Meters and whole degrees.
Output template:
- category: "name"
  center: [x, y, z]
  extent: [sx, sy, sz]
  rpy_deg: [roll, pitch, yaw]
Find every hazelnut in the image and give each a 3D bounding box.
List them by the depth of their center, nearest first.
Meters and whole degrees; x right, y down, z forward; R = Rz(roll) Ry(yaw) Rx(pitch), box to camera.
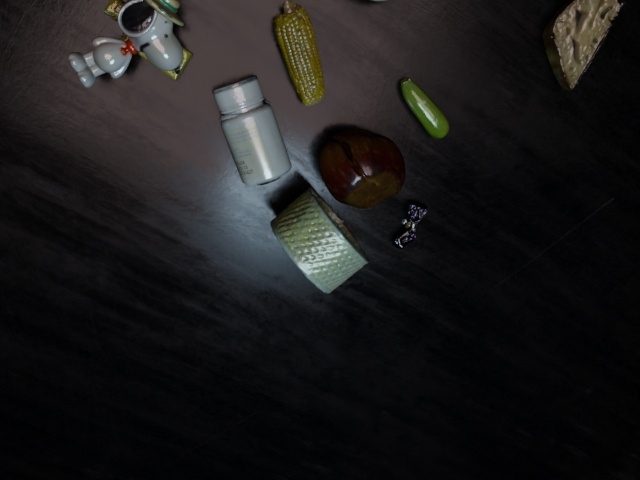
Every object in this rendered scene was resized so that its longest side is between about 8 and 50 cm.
- category: "hazelnut"
  center: [0.108, -0.195, 1.495]
  extent: [0.233, 0.218, 0.218]
  rpy_deg: [-1, 109, -30]

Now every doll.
- category: "doll"
  center: [-0.447, -0.472, 1.268]
  extent: [0.271, 0.144, 0.208]
  rpy_deg: [-11, 118, -10]

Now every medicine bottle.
- category: "medicine bottle"
  center: [-0.178, -0.283, 1.428]
  extent: [0.143, 0.143, 0.258]
  rpy_deg: [-20, 111, -3]

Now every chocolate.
- category: "chocolate"
  center: [0.263, -0.046, 1.637]
  extent: [0.072, 0.070, 0.147]
  rpy_deg: [14, 116, -25]

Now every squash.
- category: "squash"
  center: [0.289, -0.367, 1.528]
  extent: [0.066, 0.066, 0.201]
  rpy_deg: [-40, 107, 4]

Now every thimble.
- category: "thimble"
  center: [0.000, 0.000, 1.488]
  extent: [0.150, 0.271, 0.271]
  rpy_deg: [-40, 110, 7]

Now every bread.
- category: "bread"
  center: [-0.432, -0.498, 1.362]
  extent: [0.226, 0.049, 0.088]
  rpy_deg: [33, 100, -18]

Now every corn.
- category: "corn"
  center: [-0.050, -0.476, 1.416]
  extent: [0.097, 0.097, 0.262]
  rpy_deg: [-18, 113, -4]

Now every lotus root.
- category: "lotus root"
  center: [0.708, -0.574, 1.529]
  extent: [0.170, 0.074, 0.261]
  rpy_deg: [29, 102, -17]
